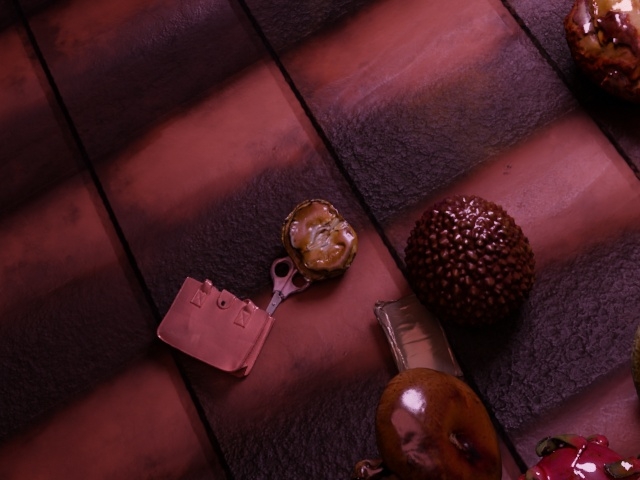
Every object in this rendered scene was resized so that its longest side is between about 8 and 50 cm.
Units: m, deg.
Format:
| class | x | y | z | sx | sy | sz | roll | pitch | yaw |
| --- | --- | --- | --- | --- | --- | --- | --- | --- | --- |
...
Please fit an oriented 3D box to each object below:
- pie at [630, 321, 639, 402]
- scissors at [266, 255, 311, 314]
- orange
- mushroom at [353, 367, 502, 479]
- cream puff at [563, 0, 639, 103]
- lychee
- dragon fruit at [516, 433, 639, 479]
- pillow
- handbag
| class | x | y | z | sx | sy | sz | roll | pitch | yaw |
| --- | --- | --- | --- | --- | --- | --- | --- | --- | --- |
| pie | 0.685 | 0.238 | 1.572 | 0.323 | 0.071 | 0.323 | 5 | 101 | 27 |
| scissors | -0.092 | 0.123 | 1.912 | 0.100 | 0.015 | 0.189 | 26 | 78 | 24 |
| orange | 0.000 | 0.000 | 1.886 | 0.160 | 0.112 | 0.169 | 13 | 95 | 7 |
| mushroom | 0.193 | 0.354 | 1.657 | 0.255 | 0.267 | 0.267 | 6 | 68 | 45 |
| cream puff | 0.640 | -0.413 | 1.824 | 0.351 | 0.228 | 0.350 | 3 | 72 | -10 |
| lychee | 0.276 | 0.025 | 1.724 | 0.272 | 0.271 | 0.271 | -5 | 68 | 12 |
| dragon fruit | 0.470 | 0.432 | 1.562 | 0.273 | 0.218 | 0.198 | 7 | 113 | 14 |
| pillow | 0.189 | 0.196 | 1.791 | 0.119 | 0.053 | 0.208 | -20 | 66 | 1 |
| handbag | -0.216 | 0.175 | 1.894 | 0.213 | 0.059 | 0.157 | 22 | 77 | 23 |
